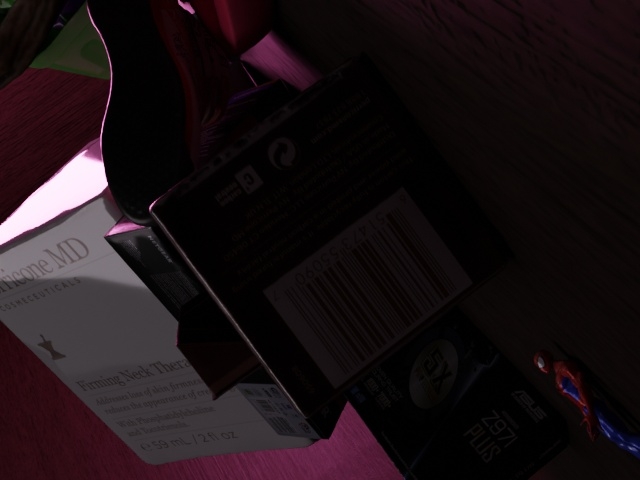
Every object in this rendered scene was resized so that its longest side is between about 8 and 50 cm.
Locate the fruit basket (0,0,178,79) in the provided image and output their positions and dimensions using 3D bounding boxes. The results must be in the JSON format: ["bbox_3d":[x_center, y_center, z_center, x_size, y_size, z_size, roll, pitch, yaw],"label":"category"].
[{"bbox_3d":[-0.430,-0.420,0.950,0.392,0.283,0.392,45,-170,-10],"label":"fruit basket"}]

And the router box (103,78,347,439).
[{"bbox_3d":[-0.045,0.023,0.755,0.081,0.243,0.309,-8,128,40],"label":"router box"}]

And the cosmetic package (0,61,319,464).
[{"bbox_3d":[-0.179,0.045,0.952,0.394,0.329,0.327,54,-142,-23],"label":"cosmetic package"}]

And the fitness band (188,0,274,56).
[{"bbox_3d":[-0.113,-0.252,0.535,0.209,0.054,0.291,50,177,1],"label":"fitness band"}]

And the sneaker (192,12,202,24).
[{"bbox_3d":[-0.163,-0.255,0.958,0.094,0.080,0.212,42,-171,-23],"label":"sneaker"}]

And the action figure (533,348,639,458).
[{"bbox_3d":[0.183,0.115,0.454,0.115,0.030,0.038,53,-179,33],"label":"action figure"}]

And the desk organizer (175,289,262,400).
[{"bbox_3d":[-0.083,0.074,0.558,0.050,0.047,0.130,56,176,-12],"label":"desk organizer"}]

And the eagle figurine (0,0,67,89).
[{"bbox_3d":[-0.117,-0.177,0.155,0.225,0.227,0.298,11,175,24],"label":"eagle figurine"}]

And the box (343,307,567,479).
[{"bbox_3d":[0.126,0.170,0.691,0.180,0.147,0.077,51,175,39],"label":"box"}]

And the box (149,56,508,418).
[{"bbox_3d":[0.000,0.000,0.524,0.167,0.168,0.203,53,175,-2],"label":"box"}]

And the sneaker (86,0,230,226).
[{"bbox_3d":[-0.129,-0.121,0.643,0.145,0.090,0.270,34,-144,-60],"label":"sneaker"}]
